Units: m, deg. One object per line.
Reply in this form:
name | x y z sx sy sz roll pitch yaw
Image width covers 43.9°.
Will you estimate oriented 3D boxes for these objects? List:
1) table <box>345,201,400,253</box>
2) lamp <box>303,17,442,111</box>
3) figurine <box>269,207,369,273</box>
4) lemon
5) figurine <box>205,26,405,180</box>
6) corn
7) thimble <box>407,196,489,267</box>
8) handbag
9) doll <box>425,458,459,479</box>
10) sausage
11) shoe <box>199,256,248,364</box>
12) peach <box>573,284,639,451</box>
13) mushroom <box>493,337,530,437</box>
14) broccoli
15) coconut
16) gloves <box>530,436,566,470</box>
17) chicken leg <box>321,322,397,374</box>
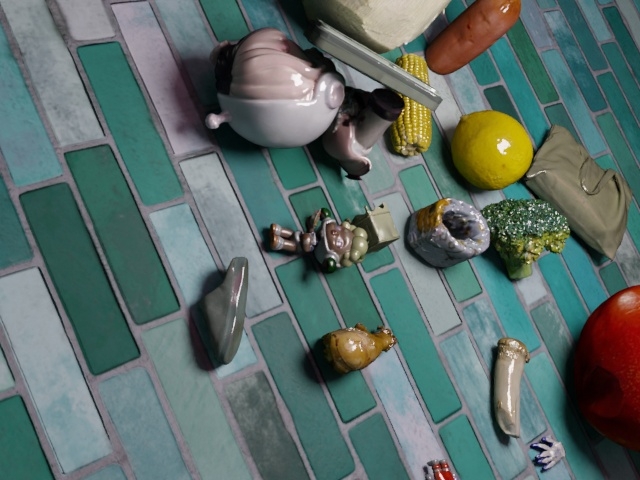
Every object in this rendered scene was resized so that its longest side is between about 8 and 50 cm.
table | 0.105 -0.024 1.619 0.062 0.079 0.083 -12 76 -38
lamp | 0.094 -0.338 1.514 0.266 0.047 0.269 28 14 -12
figurine | 0.001 -0.001 1.532 0.197 0.093 0.147 14 52 -28
lemon | 0.389 -0.211 1.823 0.203 0.178 0.178 47 53 -10
figurine | -0.030 -0.265 1.532 0.361 0.253 0.211 19 78 -35
corn | 0.203 -0.307 1.792 0.093 0.093 0.244 15 63 -28
thimble | 0.272 -0.015 1.701 0.151 0.118 0.127 28 58 -22
handbag | 0.667 -0.132 2.016 0.315 0.109 0.253 40 50 -6
doll | 0.255 0.525 1.494 0.102 0.075 0.228 11 55 -47
sausage | 0.363 -0.493 1.870 0.113 0.259 0.114 16 59 -29
shoe | -0.173 0.119 1.394 0.078 0.079 0.195 8 71 8
peach | 0.736 0.289 1.741 0.388 0.388 0.389 13 64 -29
mushroom | 0.405 0.313 1.689 0.084 0.071 0.209 44 49 -52
broccoli | 0.453 0.000 1.803 0.194 0.219 0.194 -3 90 -72
coconut | 0.117 -0.570 1.692 0.346 0.360 0.346 41 14 -12
gloves | 0.489 0.456 1.711 0.086 0.026 0.064 -14 78 -32
chicken leg | 0.073 0.201 1.509 0.207 0.101 0.085 -4 76 -56
